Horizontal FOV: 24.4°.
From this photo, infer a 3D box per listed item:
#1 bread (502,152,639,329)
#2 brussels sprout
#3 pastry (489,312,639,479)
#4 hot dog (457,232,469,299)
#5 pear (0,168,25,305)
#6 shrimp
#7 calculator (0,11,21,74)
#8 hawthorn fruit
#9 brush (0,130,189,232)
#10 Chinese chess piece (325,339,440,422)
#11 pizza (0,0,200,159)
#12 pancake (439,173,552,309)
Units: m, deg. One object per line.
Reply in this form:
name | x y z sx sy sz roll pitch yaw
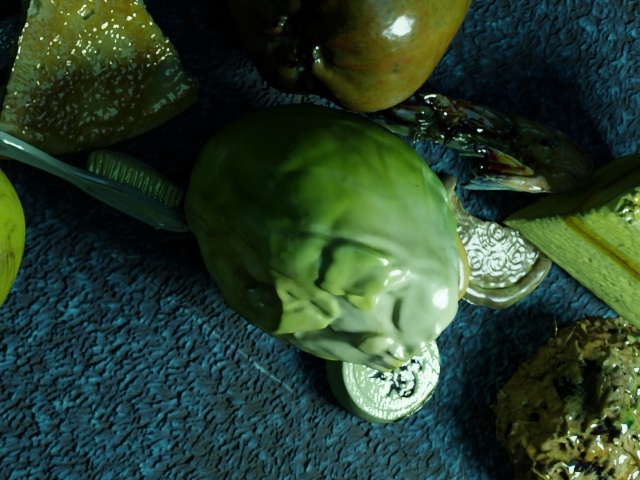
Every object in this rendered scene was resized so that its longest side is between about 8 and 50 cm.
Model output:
bread | 0.448 0.073 1.875 0.245 0.233 0.362 -30 101 -31
brussels sprout | 0.000 0.000 1.667 0.344 0.268 0.344 26 36 -21
pastry | 0.357 0.226 1.859 0.274 0.193 0.275 2 85 -24
hot dog | 0.142 0.034 1.845 0.089 0.060 0.140 -21 93 11
pear | -0.435 0.002 1.498 0.283 0.283 0.284 1 86 -23
shrimp | 0.212 -0.109 1.843 0.289 0.178 0.075 16 117 -23
calculator | -0.347 -0.226 1.682 0.172 0.018 0.057 -29 97 -20
hawthorn fruit | 0.052 -0.302 1.724 0.268 0.267 0.301 49 58 -13
brush | -0.257 -0.084 1.648 0.296 0.068 0.060 26 71 -40
Chinese chess piece | 0.077 0.152 1.817 0.144 0.058 0.144 1 87 -24
pizza | -0.262 -0.243 1.668 0.279 0.075 0.288 -10 105 -28
pancake | 0.221 -0.002 1.908 0.190 0.020 0.184 -10 90 -23
